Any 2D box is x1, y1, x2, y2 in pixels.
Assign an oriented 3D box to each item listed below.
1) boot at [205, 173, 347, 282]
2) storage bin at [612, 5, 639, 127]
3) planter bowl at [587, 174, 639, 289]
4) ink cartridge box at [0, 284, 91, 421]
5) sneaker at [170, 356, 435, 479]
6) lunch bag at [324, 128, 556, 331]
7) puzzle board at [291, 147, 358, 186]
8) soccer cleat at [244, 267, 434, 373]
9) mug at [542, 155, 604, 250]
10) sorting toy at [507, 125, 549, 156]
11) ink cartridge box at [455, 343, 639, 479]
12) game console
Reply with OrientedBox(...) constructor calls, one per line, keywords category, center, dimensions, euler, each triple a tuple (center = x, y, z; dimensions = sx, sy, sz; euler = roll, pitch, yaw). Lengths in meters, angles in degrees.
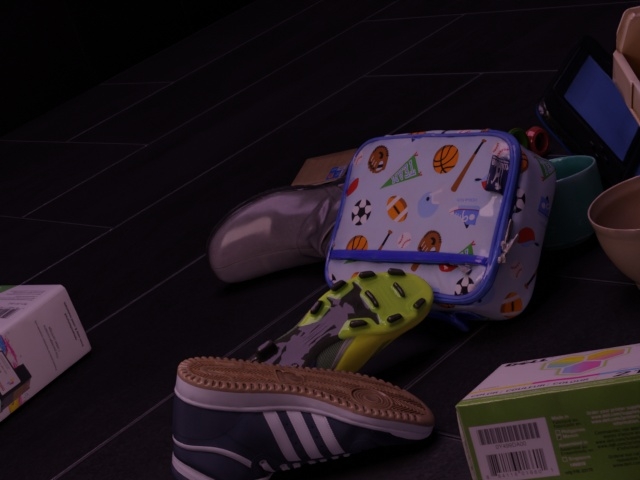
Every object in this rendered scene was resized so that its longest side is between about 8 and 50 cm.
OrientedBox(category="boot", center=(0.000, 0.000, 2.034), dimensions=(0.338, 0.118, 0.222), euler=(-24, 26, 2))
OrientedBox(category="storage bin", center=(0.546, -0.208, 1.873), dimensions=(0.260, 0.123, 0.262), euler=(-12, 42, -3))
OrientedBox(category="planter bowl", center=(0.405, -0.003, 1.671), dimensions=(0.162, 0.109, 0.162), euler=(-18, 21, 7))
OrientedBox(category="ink cartridge box", center=(-0.498, 0.178, 2.020), dimensions=(0.201, 0.117, 0.278), euler=(-2, 27, 39))
OrientedBox(category="sneaker", center=(-0.026, 0.221, 1.548), dimensions=(0.282, 0.153, 0.099), euler=(9, 17, -8))
OrientedBox(category="lunch bag", center=(0.148, -0.013, 1.801), dimensions=(0.303, 0.115, 0.243), euler=(2, 71, 47))
OrientedBox(category="puzzle board", center=(0.007, -0.120, 2.458), dimensions=(0.096, 0.011, 0.128), euler=(-11, 23, 19))
OrientedBox(category="soccer cleat", center=(0.010, 0.132, 1.680), dimensions=(0.289, 0.121, 0.093), euler=(-32, 58, -23))
OrientedBox(category="mug", center=(0.316, -0.049, 1.874), dimensions=(0.158, 0.097, 0.129), euler=(-25, 16, -33))
OrientedBox(category="sorting toy", center=(0.303, -0.142, 2.177), dimensions=(0.102, 0.061, 0.042), euler=(-7, 8, -40))
OrientedBox(category="ink cartridge box", center=(0.258, 0.142, 1.290), dimensions=(0.189, 0.097, 0.255), euler=(-12, 7, 28))
OrientedBox(category="game console", center=(0.469, -0.189, 2.005), dimensions=(0.173, 0.250, 0.293), euler=(-39, 7, 35))
